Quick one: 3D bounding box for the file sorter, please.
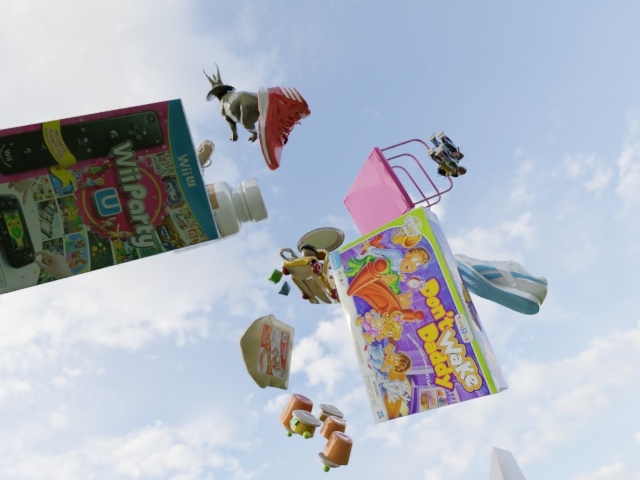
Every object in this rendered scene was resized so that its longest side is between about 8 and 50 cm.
[{"bbox_3d":[0.229,-0.135,1.230,0.182,0.202,0.290,-21,-18,-23],"label":"file sorter"}]

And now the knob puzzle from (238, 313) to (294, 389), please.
[{"bbox_3d":[-0.146,0.285,1.055,0.030,0.213,0.213,-15,-47,33],"label":"knob puzzle"}]

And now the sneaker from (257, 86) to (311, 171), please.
[{"bbox_3d":[-0.085,-0.286,1.007,0.128,0.087,0.221,-6,-96,4],"label":"sneaker"}]

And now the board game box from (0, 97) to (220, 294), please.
[{"bbox_3d":[-0.332,-0.071,0.615,0.304,0.097,0.224,-16,-86,-15],"label":"board game box"}]

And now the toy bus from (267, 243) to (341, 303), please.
[{"bbox_3d":[-0.013,0.069,0.988,0.191,0.104,0.202,25,-38,-3],"label":"toy bus"}]

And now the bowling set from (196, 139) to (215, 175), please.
[{"bbox_3d":[-0.387,-0.153,1.069,0.287,0.154,0.200,5,-30,18],"label":"bowling set"}]

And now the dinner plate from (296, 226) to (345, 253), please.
[{"bbox_3d":[0.000,0.000,1.152,0.141,0.017,0.141,-12,-32,-8],"label":"dinner plate"}]

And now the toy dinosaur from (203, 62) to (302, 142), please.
[{"bbox_3d":[-0.208,-0.361,1.134,0.121,0.314,0.160,-54,-26,-22],"label":"toy dinosaur"}]

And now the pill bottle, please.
[{"bbox_3d":[-0.240,-0.062,0.919,0.229,0.131,0.131,-17,-53,-5],"label":"pill bottle"}]

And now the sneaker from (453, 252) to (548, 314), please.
[{"bbox_3d":[0.416,0.087,0.967,0.092,0.229,0.087,-48,-31,-25],"label":"sneaker"}]

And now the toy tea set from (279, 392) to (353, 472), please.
[{"bbox_3d":[-0.019,0.561,1.170,0.200,0.336,0.124,23,-97,-4],"label":"toy tea set"}]

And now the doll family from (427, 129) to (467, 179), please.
[{"bbox_3d":[0.334,-0.218,1.060,0.111,0.193,0.076,37,-46,-14],"label":"doll family"}]

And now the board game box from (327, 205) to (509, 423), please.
[{"bbox_3d":[0.168,0.140,0.781,0.233,0.347,0.078,-30,-27,29],"label":"board game box"}]

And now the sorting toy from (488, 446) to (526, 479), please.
[{"bbox_3d":[0.203,0.362,0.385,0.089,0.255,0.257,6,-15,22],"label":"sorting toy"}]
